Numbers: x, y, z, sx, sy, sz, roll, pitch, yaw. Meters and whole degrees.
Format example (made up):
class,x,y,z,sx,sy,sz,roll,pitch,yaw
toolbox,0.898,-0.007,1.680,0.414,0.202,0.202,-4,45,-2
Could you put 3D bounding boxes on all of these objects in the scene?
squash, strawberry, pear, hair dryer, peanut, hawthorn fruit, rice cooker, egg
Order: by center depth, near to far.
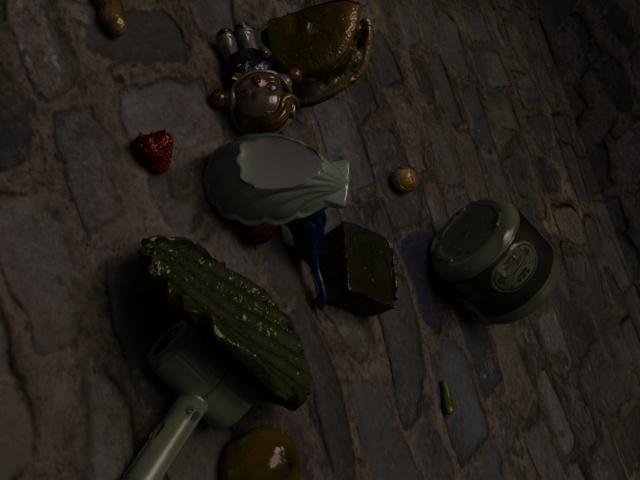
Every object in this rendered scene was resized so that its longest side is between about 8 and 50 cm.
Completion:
class,x,y,z,sx,sy,sz,roll,pitch,yaw
hair dryer,-0.241,0.297,1.218,0.173,0.107,0.357,47,44,-16
pear,-0.092,0.380,1.332,0.141,0.104,0.141,31,42,-33
strawberry,-0.302,-0.164,1.459,0.073,0.073,0.083,-29,106,-54
peanut,-0.406,-0.444,1.529,0.054,0.054,0.113,-8,71,-53
hawthorn fruit,-0.123,-0.030,1.583,0.081,0.081,0.093,38,44,-29
squash,0.301,0.373,1.885,0.027,0.027,0.089,30,43,-37
rice cooker,0.461,0.060,2.083,0.277,0.288,0.288,44,39,-24
egg,0.228,-0.161,2.109,0.083,0.071,0.071,33,44,-43

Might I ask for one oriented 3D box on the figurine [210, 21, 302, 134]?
class,x,y,z,sx,sy,sz,roll,pitch,yaw
figurine,-0.156,-0.339,1.719,0.194,0.133,0.274,-39,71,-16

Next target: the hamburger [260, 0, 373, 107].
class,x,y,z,sx,sy,sz,roll,pitch,yaw
hamburger,-0.014,-0.413,1.804,0.167,0.287,0.193,15,67,-68

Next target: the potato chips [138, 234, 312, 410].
class,x,y,z,sx,sy,sz,roll,pitch,yaw
potato chips,-0.137,0.139,1.356,0.429,0.070,0.358,42,10,-42

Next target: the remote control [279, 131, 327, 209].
class,x,y,z,sx,sy,sz,roll,pitch,yaw
remote control,-0.064,-0.167,1.792,0.245,0.025,0.063,57,40,-6

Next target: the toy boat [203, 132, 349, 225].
class,x,y,z,sx,sy,sz,roll,pitch,yaw
toy boat,-0.088,-0.130,1.532,0.100,0.290,0.200,91,3,-71

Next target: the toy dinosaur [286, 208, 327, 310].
class,x,y,z,sx,sy,sz,roll,pitch,yaw
toy dinosaur,0.000,0.000,1.625,0.075,0.248,0.188,-9,54,-39

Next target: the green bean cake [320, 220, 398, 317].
class,x,y,z,sx,sy,sz,roll,pitch,yaw
green bean cake,0.083,0.067,1.757,0.173,0.094,0.182,22,52,-41
